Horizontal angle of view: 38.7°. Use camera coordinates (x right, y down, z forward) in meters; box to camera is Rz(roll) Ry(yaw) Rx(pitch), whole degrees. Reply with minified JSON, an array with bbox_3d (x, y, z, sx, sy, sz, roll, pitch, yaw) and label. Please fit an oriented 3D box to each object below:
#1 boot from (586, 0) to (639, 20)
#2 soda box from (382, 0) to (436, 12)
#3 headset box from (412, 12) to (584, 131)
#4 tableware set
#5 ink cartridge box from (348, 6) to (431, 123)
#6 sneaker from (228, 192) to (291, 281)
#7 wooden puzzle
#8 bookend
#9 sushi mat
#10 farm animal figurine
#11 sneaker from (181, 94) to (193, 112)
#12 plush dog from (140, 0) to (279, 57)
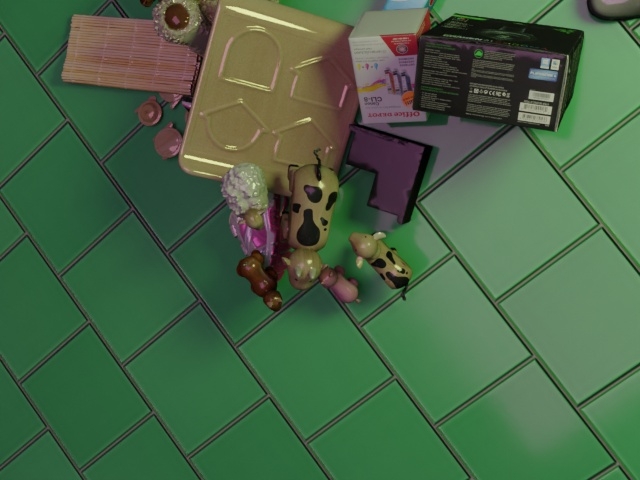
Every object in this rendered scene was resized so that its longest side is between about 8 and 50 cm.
[{"bbox_3d":[0.606,-0.460,1.499,0.338,0.222,0.118,-14,91,19],"label":"boot"},{"bbox_3d":[0.201,-0.505,1.709,0.071,0.067,0.210,32,103,13],"label":"soda box"},{"bbox_3d":[0.317,-0.301,1.586,0.246,0.283,0.131,12,114,18],"label":"headset box"},{"bbox_3d":[-0.314,-0.264,1.921,0.141,0.020,0.169,-38,78,12],"label":"tableware set"},{"bbox_3d":[0.138,-0.320,1.681,0.128,0.127,0.176,0,126,19],"label":"ink cartridge box"},{"bbox_3d":[-0.127,-0.020,1.850,0.111,0.103,0.252,0,87,20],"label":"sneaker"},{"bbox_3d":[-0.087,-0.270,1.750,0.322,0.080,0.348,11,100,-23],"label":"wooden puzzle"},{"bbox_3d":[0.117,-0.130,1.768,0.156,0.072,0.157,18,101,16],"label":"bookend"},{"bbox_3d":[-0.399,-0.396,1.931,0.316,0.019,0.151,8,89,17],"label":"sushi mat"},{"bbox_3d":[0.000,0.000,1.687,0.330,0.172,0.327,-10,110,-4],"label":"farm animal figurine"},{"bbox_3d":[-0.191,-0.284,1.861,0.178,0.072,0.077,8,79,2],"label":"sneaker"},{"bbox_3d":[-0.232,-0.476,1.813,0.262,0.210,0.225,-25,70,-14],"label":"plush dog"}]
